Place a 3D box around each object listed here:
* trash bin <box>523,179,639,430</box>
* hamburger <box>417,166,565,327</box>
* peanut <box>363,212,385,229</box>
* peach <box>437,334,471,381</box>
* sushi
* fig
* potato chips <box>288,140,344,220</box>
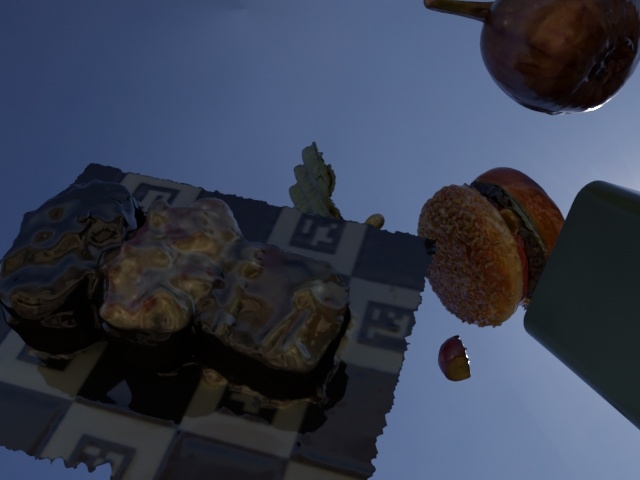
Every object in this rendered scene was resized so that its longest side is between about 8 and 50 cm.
[{"bbox_3d":[0.376,0.089,0.624,0.158,0.343,0.223,9,-72,-28],"label":"trash bin"},{"bbox_3d":[0.367,0.016,1.438,0.250,0.330,0.330,-27,-68,-18],"label":"hamburger"},{"bbox_3d":[0.094,-0.020,1.264,0.037,0.037,0.083,43,-109,-18],"label":"peanut"},{"bbox_3d":[0.213,0.191,1.037,0.050,0.083,0.077,-15,-86,2],"label":"peach"},{"bbox_3d":[-0.114,0.027,0.501,0.373,0.296,0.100,13,-42,14],"label":"sushi"},{"bbox_3d":[0.242,-0.234,0.719,0.175,0.207,0.175,-17,-51,-23],"label":"fig"},{"bbox_3d":[0.000,0.000,1.297,0.070,0.429,0.358,-7,-64,-12],"label":"potato chips"}]
